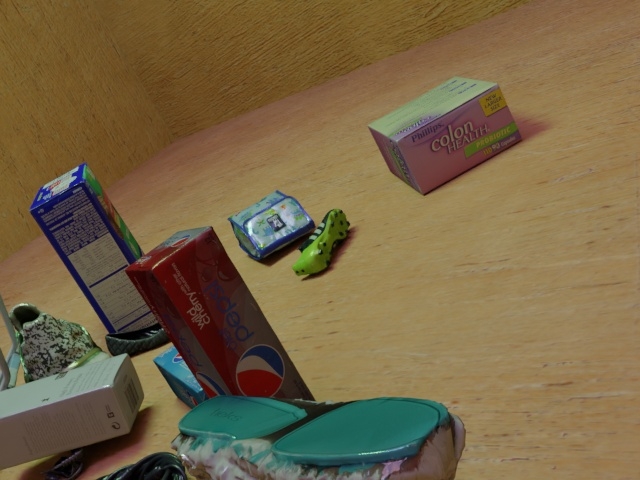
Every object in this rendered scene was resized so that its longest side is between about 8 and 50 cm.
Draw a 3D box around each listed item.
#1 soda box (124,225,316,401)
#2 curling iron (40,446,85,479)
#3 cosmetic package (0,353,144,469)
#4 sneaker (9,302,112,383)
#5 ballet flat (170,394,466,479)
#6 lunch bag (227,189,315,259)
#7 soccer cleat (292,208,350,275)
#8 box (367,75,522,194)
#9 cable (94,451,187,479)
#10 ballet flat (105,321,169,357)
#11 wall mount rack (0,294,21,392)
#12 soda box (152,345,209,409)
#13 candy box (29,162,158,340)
[{"bbox_3d":[-0.114,0.117,0.956,0.092,0.263,0.083,-39,19,-29],"label":"soda box"},{"bbox_3d":[-0.401,0.305,1.254,0.068,0.035,0.274,-34,18,-14],"label":"curling iron"},{"bbox_3d":[-0.386,0.252,1.191,0.231,0.086,0.117,-16,15,3],"label":"cosmetic package"},{"bbox_3d":[-0.472,0.181,1.435,0.158,0.182,0.410,-34,10,-25],"label":"sneaker"},{"bbox_3d":[-0.001,0.211,0.735,0.147,0.147,0.409,-39,13,-29],"label":"ballet flat"},{"bbox_3d":[-0.096,-0.026,1.622,0.128,0.096,0.151,-31,32,-15],"label":"lunch bag"},{"bbox_3d":[0.000,0.000,1.448,0.072,0.060,0.179,-20,23,31],"label":"soccer cleat"},{"bbox_3d":[0.232,-0.210,1.574,0.213,0.117,0.243,-29,17,-2],"label":"box"},{"bbox_3d":[-0.228,0.312,0.971,0.184,0.047,0.150,-26,13,18],"label":"cable"},{"bbox_3d":[-0.318,0.169,1.479,0.173,0.049,0.057,-24,19,16],"label":"ballet flat"},{"bbox_3d":[-0.605,0.222,1.459,0.304,0.130,0.350,-68,20,3],"label":"wall mount rack"},{"bbox_3d":[-0.162,0.195,1.134,0.067,0.071,0.210,-35,18,-20],"label":"soda box"},{"bbox_3d":[-0.432,0.023,1.616,0.122,0.317,0.268,-29,19,-6],"label":"candy box"}]
